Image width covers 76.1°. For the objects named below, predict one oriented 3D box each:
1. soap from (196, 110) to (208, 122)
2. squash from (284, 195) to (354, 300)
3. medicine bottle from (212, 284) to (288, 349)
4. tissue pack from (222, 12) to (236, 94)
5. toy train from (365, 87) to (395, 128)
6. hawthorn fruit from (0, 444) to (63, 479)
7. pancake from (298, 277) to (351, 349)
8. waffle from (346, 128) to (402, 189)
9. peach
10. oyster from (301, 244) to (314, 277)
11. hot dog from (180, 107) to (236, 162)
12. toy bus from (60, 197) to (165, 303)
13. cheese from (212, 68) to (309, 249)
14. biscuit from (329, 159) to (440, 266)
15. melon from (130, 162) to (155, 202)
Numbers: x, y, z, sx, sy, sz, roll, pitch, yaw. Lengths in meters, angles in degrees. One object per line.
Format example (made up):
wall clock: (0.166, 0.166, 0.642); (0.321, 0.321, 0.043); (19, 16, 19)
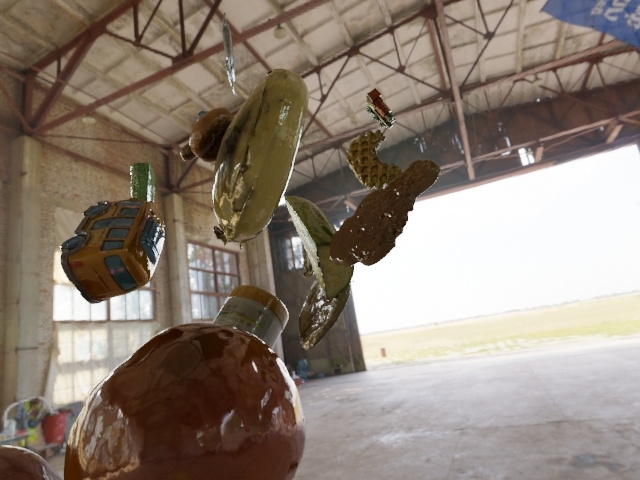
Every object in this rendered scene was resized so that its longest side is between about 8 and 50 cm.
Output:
soap: (-0.375, -0.398, 1.583); (0.156, 0.293, 0.077); (3, -48, -41)
squash: (0.000, 0.000, 1.165); (0.111, 0.289, 0.203); (-20, -57, -12)
medicine bottle: (-0.265, 0.317, 1.461); (0.238, 0.232, 0.238); (15, -43, 14)
tissue pack: (-0.262, -0.532, 1.169); (0.026, 0.193, 0.122); (-6, -24, -9)
toy train: (0.275, -0.599, 1.878); (0.074, 0.176, 0.118); (-37, -10, -8)
hawthorn fruit: (-0.618, 0.525, 0.720); (0.324, 0.308, 0.308); (-8, -11, 35)
pancake: (0.004, 0.207, 1.306); (0.049, 0.294, 0.294); (24, -25, -16)
waffle: (0.166, -0.246, 1.248); (0.149, 0.194, 0.051); (-34, -20, 0)
peach: (-0.194, 0.301, 0.610); (0.342, 0.343, 0.302); (-9, 27, 1)
oyster: (-0.019, 0.072, 1.751); (0.191, 0.163, 0.081); (-48, -19, -8)
hot dog: (-0.229, -0.214, 0.855); (0.140, 0.060, 0.090); (-55, -40, 5)
toy bus: (-0.375, 0.007, 0.776); (0.136, 0.209, 0.126); (-11, -52, 3)
cheese: (-0.111, -0.133, 0.748); (0.128, 0.316, 0.259); (20, -22, -2)
biscuit: (0.137, -0.051, 0.899); (0.047, 0.183, 0.320); (27, -68, -30)
melon: (-0.465, -0.081, 1.096); (0.053, 0.262, 0.114); (0, 16, -7)
